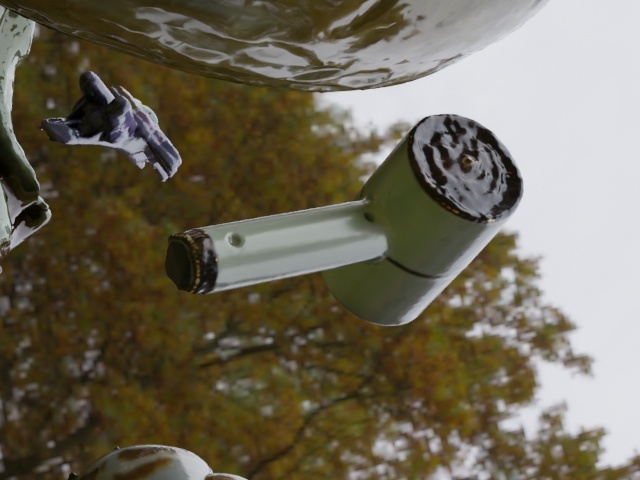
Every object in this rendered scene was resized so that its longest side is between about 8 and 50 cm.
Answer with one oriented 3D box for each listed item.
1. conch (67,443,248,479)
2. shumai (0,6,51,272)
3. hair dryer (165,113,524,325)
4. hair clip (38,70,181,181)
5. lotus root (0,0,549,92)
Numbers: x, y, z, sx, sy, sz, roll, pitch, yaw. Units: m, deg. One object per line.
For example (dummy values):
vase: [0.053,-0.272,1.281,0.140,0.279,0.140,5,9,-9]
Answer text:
conch: [-0.139,0.307,1.591,0.149,0.275,0.183,-140,-139,-78]
shumai: [-0.309,-0.106,0.932,0.324,0.397,0.323,-14,-90,33]
hair dryer: [0.000,0.000,1.406,0.203,0.362,0.128,-51,-122,47]
hair clip: [-0.233,-0.131,1.849,0.137,0.278,0.090,43,-81,16]
lotus root: [-0.052,-0.120,0.327,0.154,0.278,0.154,-23,-122,43]
